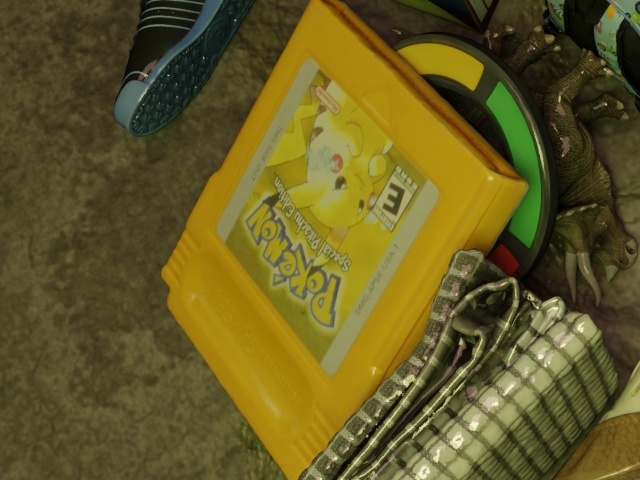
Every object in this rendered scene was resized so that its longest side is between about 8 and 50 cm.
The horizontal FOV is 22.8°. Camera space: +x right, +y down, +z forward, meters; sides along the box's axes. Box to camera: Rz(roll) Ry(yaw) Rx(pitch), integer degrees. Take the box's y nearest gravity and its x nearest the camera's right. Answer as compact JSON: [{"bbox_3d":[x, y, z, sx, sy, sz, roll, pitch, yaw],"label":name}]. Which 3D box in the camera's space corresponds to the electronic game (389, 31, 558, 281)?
[{"bbox_3d":[0.106,-0.060,1.328,0.229,0.048,0.229,19,117,43],"label":"electronic game"}]

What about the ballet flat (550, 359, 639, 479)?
[{"bbox_3d":[0.327,0.136,1.268,0.342,0.116,0.124,-16,68,9],"label":"ballet flat"}]

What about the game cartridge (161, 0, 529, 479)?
[{"bbox_3d":[0.000,0.000,1.330,0.285,0.052,0.324,50,117,39],"label":"game cartridge"}]

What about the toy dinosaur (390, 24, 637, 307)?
[{"bbox_3d":[0.159,-0.100,1.372,0.313,0.121,0.160,37,83,18],"label":"toy dinosaur"}]

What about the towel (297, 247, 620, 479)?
[{"bbox_3d":[0.108,0.142,1.238,0.121,0.283,0.235,42,89,21],"label":"towel"}]

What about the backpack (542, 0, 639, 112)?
[{"bbox_3d":[0.259,-0.207,1.339,0.117,0.173,0.158,-46,68,2],"label":"backpack"}]

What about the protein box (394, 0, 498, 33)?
[{"bbox_3d":[0.090,-0.330,1.439,0.200,0.136,0.201,24,84,21],"label":"protein box"}]

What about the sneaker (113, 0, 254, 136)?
[{"bbox_3d":[-0.138,-0.209,1.512,0.090,0.081,0.232,30,80,24],"label":"sneaker"}]
